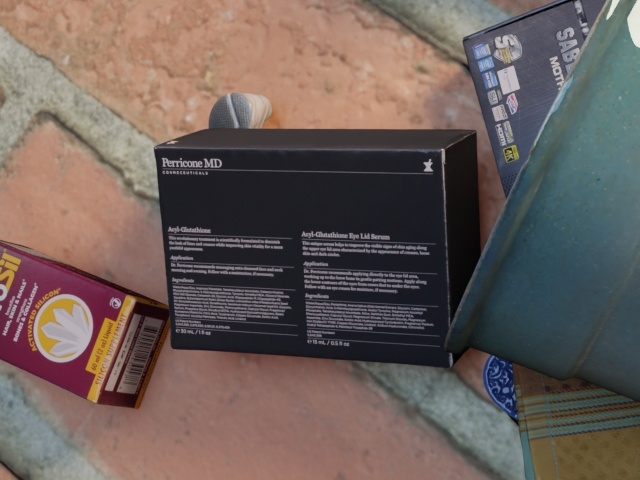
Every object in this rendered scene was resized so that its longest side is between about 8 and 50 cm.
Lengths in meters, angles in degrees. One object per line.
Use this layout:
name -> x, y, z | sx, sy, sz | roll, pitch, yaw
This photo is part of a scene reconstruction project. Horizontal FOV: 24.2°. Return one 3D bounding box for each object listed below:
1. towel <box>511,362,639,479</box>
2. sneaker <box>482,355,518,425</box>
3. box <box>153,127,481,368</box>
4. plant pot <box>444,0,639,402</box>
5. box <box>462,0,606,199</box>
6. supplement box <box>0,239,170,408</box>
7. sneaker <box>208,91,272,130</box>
towel -> 0.288, 0.221, 1.077 | 0.271, 0.040, 0.370 | -5, 61, 1
sneaker -> 0.230, 0.166, 1.191 | 0.081, 0.090, 0.232 | -47, 71, 8
box -> 0.000, 0.000, 1.279 | 0.261, 0.103, 0.184 | 3, 107, 23
plant pot -> 0.308, -0.004, 1.009 | 0.334, 0.341, 0.341 | 26, 91, 8
box -> 0.237, -0.091, 1.252 | 0.183, 0.059, 0.232 | -18, 74, 17
supplement box -> -0.247, 0.076, 1.407 | 0.188, 0.081, 0.104 | 20, 88, 25
sneaker -> -0.092, -0.075, 1.391 | 0.054, 0.061, 0.152 | 46, 118, 15
